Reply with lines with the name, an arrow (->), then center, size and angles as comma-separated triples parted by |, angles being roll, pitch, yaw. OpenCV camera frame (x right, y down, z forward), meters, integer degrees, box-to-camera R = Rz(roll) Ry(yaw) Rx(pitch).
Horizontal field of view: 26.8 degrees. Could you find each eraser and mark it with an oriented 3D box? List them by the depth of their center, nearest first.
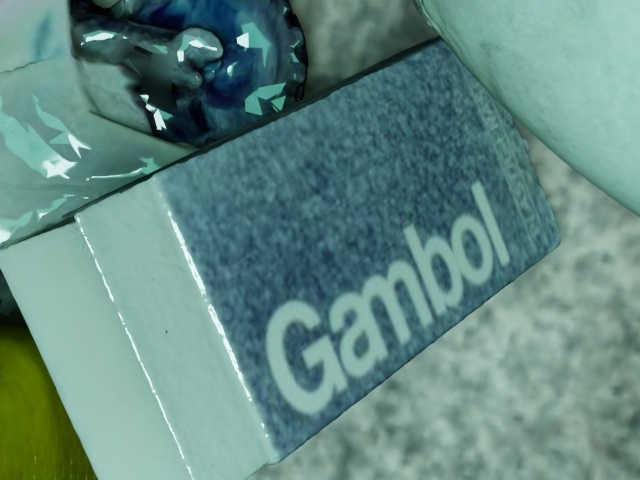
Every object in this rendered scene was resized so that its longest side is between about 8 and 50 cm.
eraser -> 0.000, 0.000, 0.434 | 0.046, 0.212, 0.092 | -17, 99, 41

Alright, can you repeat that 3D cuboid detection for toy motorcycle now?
toy motorcycle -> -0.144, -0.033, 0.494 | 0.204, 0.108, 0.239 | 36, 78, -6

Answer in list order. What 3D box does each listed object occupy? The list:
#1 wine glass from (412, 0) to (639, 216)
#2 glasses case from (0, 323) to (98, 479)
wine glass -> 0.181, -0.045, 0.413 | 0.190, 0.190, 0.357 | -42, 92, 11
glasses case -> -0.134, 0.210, 0.401 | 0.141, 0.173, 0.371 | -1, 83, 14
